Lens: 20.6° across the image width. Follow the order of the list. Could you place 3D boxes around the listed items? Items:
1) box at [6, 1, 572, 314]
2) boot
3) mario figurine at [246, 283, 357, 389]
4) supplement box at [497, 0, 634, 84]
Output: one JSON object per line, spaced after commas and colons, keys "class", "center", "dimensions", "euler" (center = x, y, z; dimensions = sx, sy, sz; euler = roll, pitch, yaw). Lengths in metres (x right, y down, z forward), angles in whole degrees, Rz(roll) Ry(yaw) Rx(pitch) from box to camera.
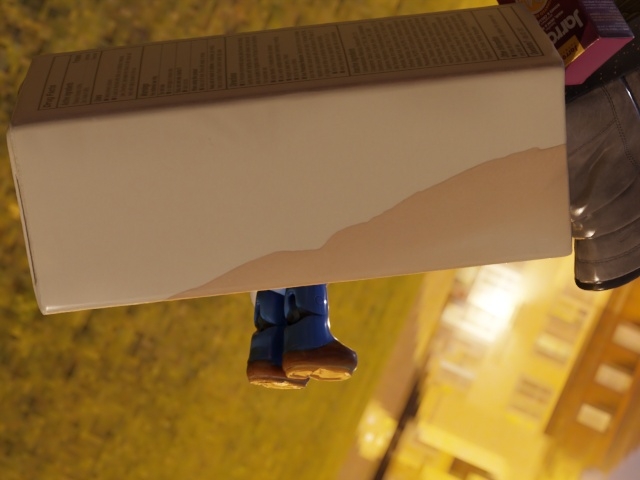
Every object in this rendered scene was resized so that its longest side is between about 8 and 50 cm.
{"class": "box", "center": [-0.017, -0.053, 1.041], "dimensions": [0.148, 0.311, 0.121], "euler": [-95, 179, -68]}
{"class": "boot", "center": [0.184, -0.045, 1.343], "dimensions": [0.338, 0.118, 0.222], "euler": [-30, 122, -17]}
{"class": "mario figurine", "center": [0.000, 0.000, 1.936], "dimensions": [0.170, 0.198, 0.320], "euler": [38, 51, -70]}
{"class": "supplement box", "center": [0.155, -0.149, 1.138], "dimensions": [0.043, 0.083, 0.055], "euler": [-8, 153, -47]}
